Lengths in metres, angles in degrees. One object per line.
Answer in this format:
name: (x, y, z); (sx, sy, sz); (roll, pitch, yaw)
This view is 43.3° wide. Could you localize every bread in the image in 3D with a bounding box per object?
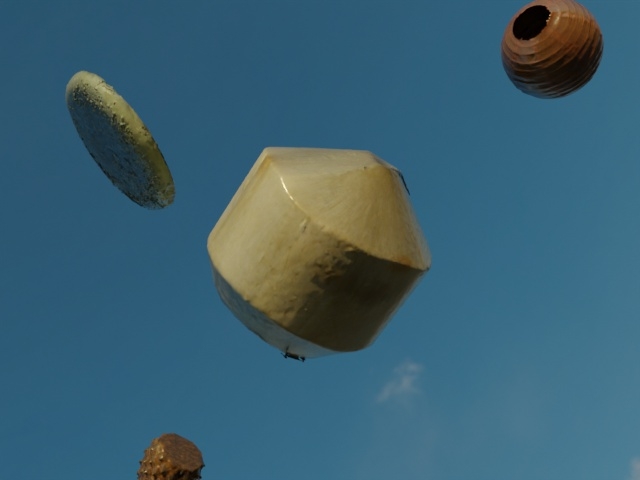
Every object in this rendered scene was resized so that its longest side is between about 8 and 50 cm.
bread: (-0.330, -0.153, 1.309); (0.040, 0.267, 0.267); (-39, -50, -24)

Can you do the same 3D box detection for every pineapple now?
pineapple: (-0.317, 0.477, 1.465); (0.119, 0.130, 0.277); (32, -75, -10)

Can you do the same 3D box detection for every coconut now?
coconut: (0.000, 0.000, 1.159); (0.323, 0.323, 0.323); (-16, -58, -28)

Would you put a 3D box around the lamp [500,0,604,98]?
lamp: (0.309, -0.256, 1.080); (0.136, 0.136, 0.136); (-16, -58, -28)
